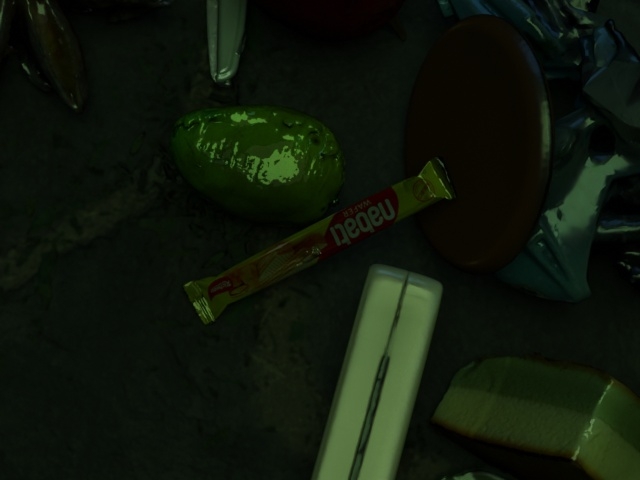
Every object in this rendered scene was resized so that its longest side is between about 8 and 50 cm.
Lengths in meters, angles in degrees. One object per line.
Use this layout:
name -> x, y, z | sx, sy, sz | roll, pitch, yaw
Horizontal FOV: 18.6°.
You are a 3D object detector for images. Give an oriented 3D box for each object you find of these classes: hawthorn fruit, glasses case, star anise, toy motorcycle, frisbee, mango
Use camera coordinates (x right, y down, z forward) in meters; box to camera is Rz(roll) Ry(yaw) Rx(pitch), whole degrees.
hawthorn fruit -> 0.018, -0.282, 1.930 | 0.251, 0.189, 0.189 | 34, 75, -36
glasses case -> 0.037, 0.197, 1.849 | 0.076, 0.144, 0.336 | 15, 79, 2
star anise -> -0.312, -0.275, 1.938 | 0.332, 0.117, 0.331 | 1, 85, -17
toy motorcycle -> 0.231, -0.110, 1.912 | 0.232, 0.172, 0.416 | -25, 78, 1
frisbee -> 0.146, -0.092, 1.870 | 0.021, 0.251, 0.250 | -1, 77, -28
mango -> -0.062, -0.078, 1.923 | 0.178, 0.100, 0.119 | 17, 92, -2

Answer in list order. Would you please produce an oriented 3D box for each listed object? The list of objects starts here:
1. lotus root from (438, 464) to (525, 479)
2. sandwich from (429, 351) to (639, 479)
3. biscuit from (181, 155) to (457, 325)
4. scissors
lotus root -> 0.155, 0.326, 1.859 | 0.183, 0.078, 0.203 | -20, 69, -2
sandwich -> 0.243, 0.198, 1.880 | 0.186, 0.220, 0.108 | 39, 73, -31
biscuit -> 0.000, 0.000, 1.905 | 0.292, 0.026, 0.048 | -27, 88, 14
scissors -> -0.096, -0.274, 2.000 | 0.118, 0.030, 0.242 | 3, 75, -1
